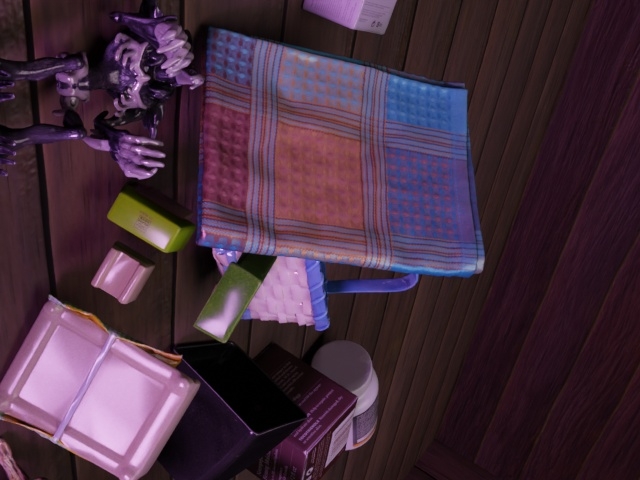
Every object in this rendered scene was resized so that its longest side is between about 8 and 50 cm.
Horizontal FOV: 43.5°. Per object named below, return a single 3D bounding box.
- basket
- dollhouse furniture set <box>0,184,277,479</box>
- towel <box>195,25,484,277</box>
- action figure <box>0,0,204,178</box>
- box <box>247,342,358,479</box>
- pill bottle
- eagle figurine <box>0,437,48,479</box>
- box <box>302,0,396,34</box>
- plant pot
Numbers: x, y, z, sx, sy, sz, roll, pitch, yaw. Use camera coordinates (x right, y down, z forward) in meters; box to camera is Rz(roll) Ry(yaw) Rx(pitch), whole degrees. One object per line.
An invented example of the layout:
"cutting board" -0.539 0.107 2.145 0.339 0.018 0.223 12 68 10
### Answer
"basket" 0.000 0.000 1.130 0.254 0.289 0.201 88 2 -52
"dollhouse furniture set" -0.217 0.105 0.958 0.301 0.198 0.151 -58 -177 8
"towel" 0.034 -0.100 0.963 0.040 0.370 0.271 -31 -124 58
"action figure" -0.189 -0.139 0.755 0.276 0.141 0.164 -30 141 -46
"box" -0.066 0.337 1.490 0.167 0.203 0.168 -40 149 -42
"pill bottle" 0.050 0.347 1.802 0.162 0.162 0.278 -49 155 -28
"eagle figurine" -0.380 0.423 0.904 0.225 0.226 0.298 -38 -160 30
"box" 0.047 -0.343 1.087 0.101 0.087 0.102 -17 132 -60
"plant pot" -0.166 0.286 1.262 0.167 0.188 0.187 -54 160 12
